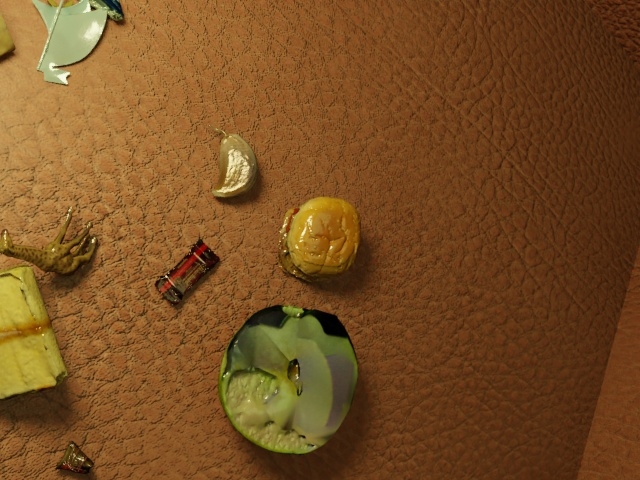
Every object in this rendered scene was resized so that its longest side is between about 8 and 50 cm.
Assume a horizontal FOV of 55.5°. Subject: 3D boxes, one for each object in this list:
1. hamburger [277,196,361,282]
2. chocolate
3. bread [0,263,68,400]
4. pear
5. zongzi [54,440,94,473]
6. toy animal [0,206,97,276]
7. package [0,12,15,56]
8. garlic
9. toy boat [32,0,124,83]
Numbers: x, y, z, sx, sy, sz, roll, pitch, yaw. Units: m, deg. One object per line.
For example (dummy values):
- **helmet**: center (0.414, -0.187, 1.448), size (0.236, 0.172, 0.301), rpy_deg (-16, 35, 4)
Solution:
- **hamburger**: center (0.000, 0.000, 1.717), size (0.244, 0.163, 0.245), rpy_deg (2, 87, -35)
- **chocolate**: center (-0.342, 0.081, 1.567), size (0.086, 0.028, 0.182), rpy_deg (46, 63, -14)
- **bread**: center (-0.676, 0.203, 1.248), size (0.235, 0.198, 0.264), rpy_deg (-20, 96, -25)
- **pear**: center (-0.109, 0.357, 1.617), size (0.398, 0.165, 0.400), rpy_deg (3, 85, -33)
- **zongzi**: center (-0.541, 0.503, 1.379), size (0.083, 0.073, 0.067), rpy_deg (44, 47, -24)
- **toy animal**: center (-0.585, 0.018, 1.323), size (0.275, 0.054, 0.149), rpy_deg (-38, 129, -63)
- **package**: center (-0.826, -0.431, 1.231), size (0.165, 0.221, 0.311), rpy_deg (38, 62, 18)
- **garlic**: center (-0.234, -0.212, 1.627), size (0.128, 0.090, 0.199), rpy_deg (-4, 93, -21)
- **toy boat**: center (-0.589, -0.508, 1.427), size (0.220, 0.067, 0.291), rpy_deg (19, 79, -32)
